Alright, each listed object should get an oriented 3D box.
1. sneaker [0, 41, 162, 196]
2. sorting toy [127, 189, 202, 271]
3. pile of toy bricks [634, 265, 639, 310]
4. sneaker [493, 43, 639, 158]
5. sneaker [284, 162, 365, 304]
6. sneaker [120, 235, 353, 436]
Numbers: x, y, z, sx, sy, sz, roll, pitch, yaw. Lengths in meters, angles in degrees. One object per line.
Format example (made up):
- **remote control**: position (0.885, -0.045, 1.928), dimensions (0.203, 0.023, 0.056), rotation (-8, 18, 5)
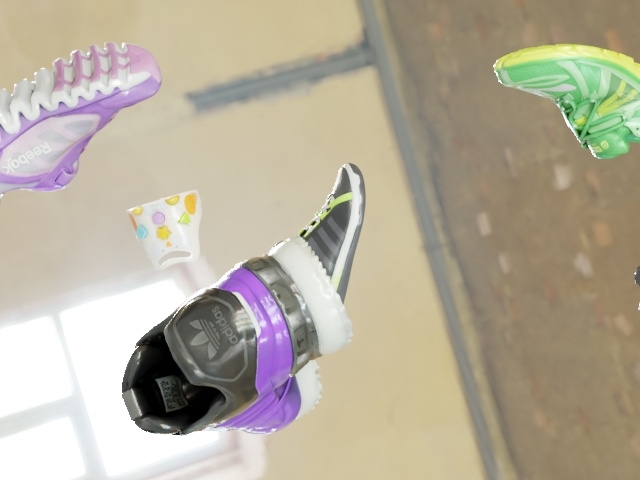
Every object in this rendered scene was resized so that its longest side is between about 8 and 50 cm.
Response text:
- **sneaker**: position (-0.248, -0.102, 1.405), dimensions (0.095, 0.236, 0.104), rotation (-94, 159, -60)
- **sorting toy**: position (-0.166, -0.008, 1.631), dimensions (0.045, 0.083, 0.075), rotation (-25, 97, -81)
- **pile of toy bricks**: position (0.456, 0.059, 1.815), dimensions (0.105, 0.118, 0.212), rotation (48, -18, 27)
- **sneaker**: position (0.353, -0.169, 1.879), dimensions (0.109, 0.295, 0.123), rotation (179, -75, -69)
- **sneaker**: position (0.000, 0.000, 2.114), dimensions (0.084, 0.097, 0.235), rotation (169, -67, -81)
- **sneaker**: position (-0.077, 0.091, 1.076), dimensions (0.102, 0.146, 0.293), rotation (58, -17, 14)
